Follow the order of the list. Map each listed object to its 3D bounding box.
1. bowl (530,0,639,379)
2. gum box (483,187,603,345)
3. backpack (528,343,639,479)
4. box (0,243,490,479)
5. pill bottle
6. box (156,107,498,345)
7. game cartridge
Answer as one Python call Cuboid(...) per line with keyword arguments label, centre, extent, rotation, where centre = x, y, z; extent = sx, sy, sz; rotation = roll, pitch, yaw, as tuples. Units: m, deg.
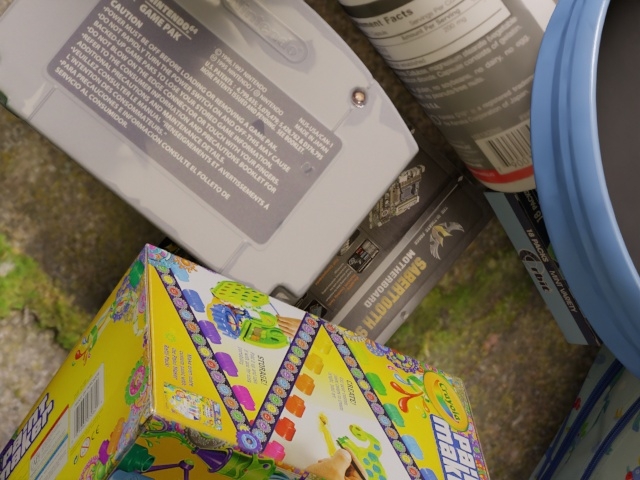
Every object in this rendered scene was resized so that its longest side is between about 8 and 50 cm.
Cuboid(label="bowl", centre=(0.306, -0.055, 1.175), extent=(0.391, 0.077, 0.391), rotation=(9, 76, -36))
Cuboid(label="gum box", centre=(0.235, -0.032, 1.317), extent=(0.184, 0.041, 0.157), rotation=(-44, 115, -27))
Cuboid(label="backpack", centre=(0.311, 0.219, 1.342), extent=(0.290, 0.273, 0.355), rotation=(20, 114, -20))
Cuboid(label="box", centre=(-0.074, 0.205, 1.157), extent=(0.279, 0.177, 0.290), rotation=(25, 120, -24))
Cuboid(label="pill bottle", centre=(0.106, -0.187, 1.196), extent=(0.161, 0.161, 0.283), rotation=(-43, 113, -6))
Cuboid(label="box", centre=(0.000, 0.000, 1.259), extent=(0.183, 0.056, 0.231), rotation=(42, 87, -24))
Cuboid(label="game cartridge", centre=(-0.084, -0.104, 1.166), extent=(0.294, 0.060, 0.196), rotation=(40, 90, -7))
